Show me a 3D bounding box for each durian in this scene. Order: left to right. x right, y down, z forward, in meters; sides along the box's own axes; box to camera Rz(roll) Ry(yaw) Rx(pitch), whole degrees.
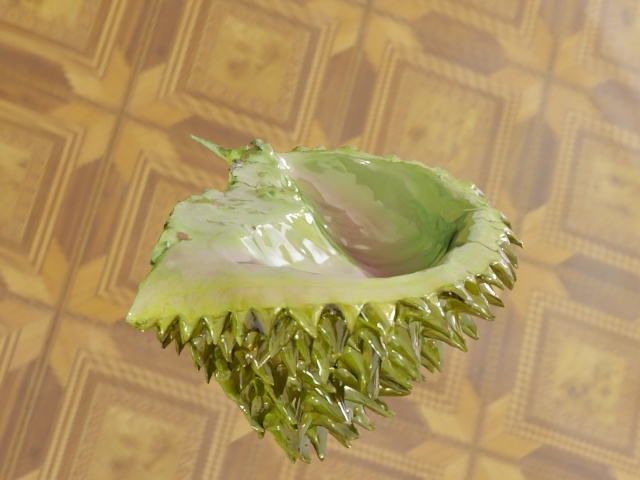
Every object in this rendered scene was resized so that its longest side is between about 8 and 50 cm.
[{"bbox_3d":[0.006,0.005,0.879,0.157,0.355,0.169,-42,100,11],"label":"durian"}]
